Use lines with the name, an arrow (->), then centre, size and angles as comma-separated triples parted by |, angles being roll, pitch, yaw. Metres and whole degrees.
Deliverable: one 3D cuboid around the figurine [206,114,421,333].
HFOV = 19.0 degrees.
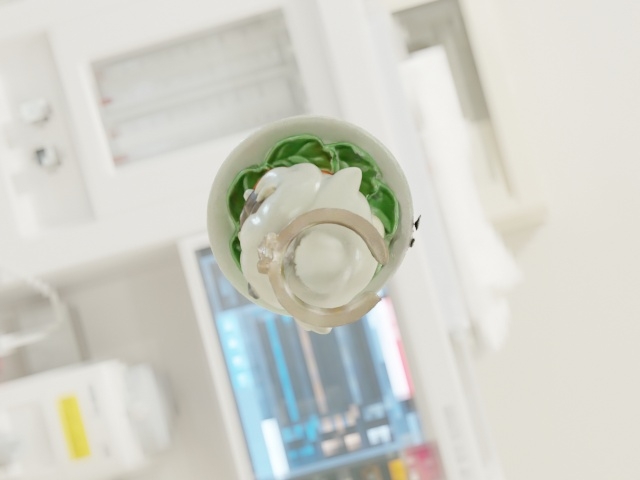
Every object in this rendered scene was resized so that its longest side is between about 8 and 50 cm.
figurine -> 0.000, 0.000, 1.115 | 0.153, 0.132, 0.132 | -106, 179, -77
